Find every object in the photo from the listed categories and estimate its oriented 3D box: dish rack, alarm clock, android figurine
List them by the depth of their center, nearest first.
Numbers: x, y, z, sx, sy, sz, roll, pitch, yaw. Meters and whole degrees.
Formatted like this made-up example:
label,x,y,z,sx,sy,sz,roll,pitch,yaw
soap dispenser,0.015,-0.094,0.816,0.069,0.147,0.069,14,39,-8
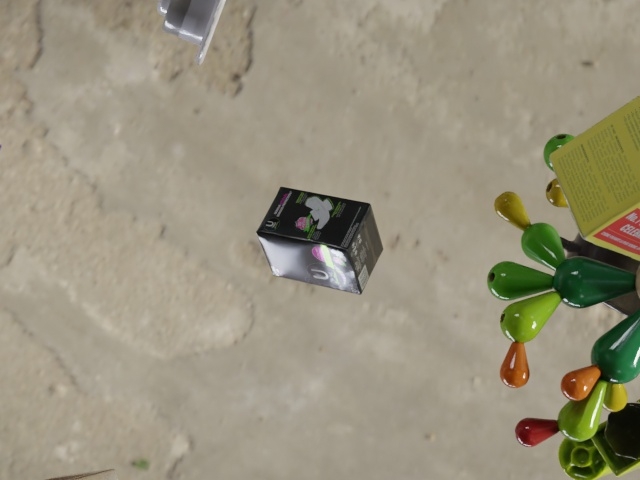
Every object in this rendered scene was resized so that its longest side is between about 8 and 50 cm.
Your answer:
label,x,y,z,sx,sy,sz,roll,pitch,yaw
alarm clock,0.277,0.032,1.286,0.192,0.129,0.064,21,103,-30
android figurine,0.311,0.121,1.290,0.248,0.273,0.056,-37,76,19
dish rack,-0.087,-0.317,1.453,0.072,0.333,0.285,19,102,-5

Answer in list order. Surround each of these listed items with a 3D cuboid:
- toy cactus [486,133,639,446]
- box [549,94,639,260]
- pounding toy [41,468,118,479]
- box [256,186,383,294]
label,x,y,z,sx,sy,sz,roll,pitch,yaw
toy cactus,0.208,0.035,1.127,0.181,0.219,0.112,-3,165,21
box,0.239,-0.072,0.830,0.232,0.058,0.087,-33,149,29
pounding toy,-0.174,0.208,1.044,0.130,0.141,0.100,-20,83,59
box,0.000,0.000,1.309,0.083,0.052,0.062,12,145,24
